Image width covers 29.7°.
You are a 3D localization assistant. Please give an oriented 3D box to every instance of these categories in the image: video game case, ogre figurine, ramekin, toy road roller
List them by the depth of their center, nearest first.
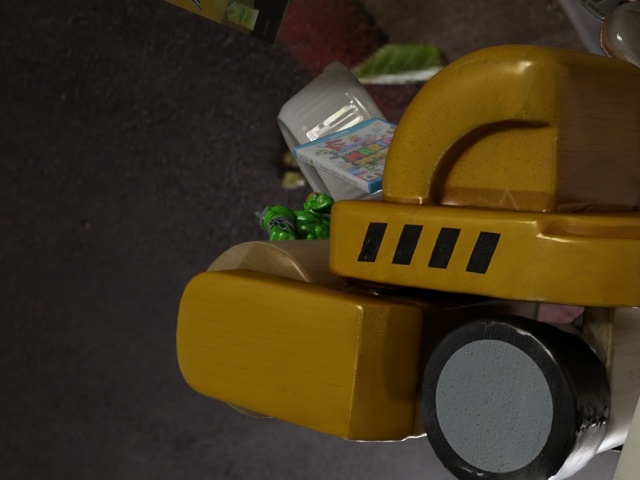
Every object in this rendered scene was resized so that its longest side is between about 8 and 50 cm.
[{"bbox_3d":[0.084,0.003,0.753,0.330,0.240,0.202,7,-175,39],"label":"toy road roller"},{"bbox_3d":[0.060,-0.099,1.363,0.119,0.166,0.015,-23,117,-23],"label":"video game case"},{"bbox_3d":[0.000,0.000,1.469,0.197,0.118,0.096,-7,116,-32],"label":"ogre figurine"},{"bbox_3d":[0.039,-0.134,1.885,0.127,0.273,0.273,-31,144,-5],"label":"ramekin"}]

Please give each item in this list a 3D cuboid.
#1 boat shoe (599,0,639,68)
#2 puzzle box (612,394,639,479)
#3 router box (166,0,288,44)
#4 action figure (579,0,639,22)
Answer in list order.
[{"bbox_3d":[0.436,-0.158,1.411,0.324,0.123,0.116,33,153,-22],"label":"boat shoe"},{"bbox_3d":[0.251,0.185,0.342,0.409,0.272,0.052,8,155,41],"label":"puzzle box"},{"bbox_3d":[-0.132,-0.410,1.565,0.243,0.081,0.309,22,152,-3],"label":"router box"},{"bbox_3d":[0.360,-0.354,1.407,0.099,0.185,0.285,7,138,17],"label":"action figure"}]
